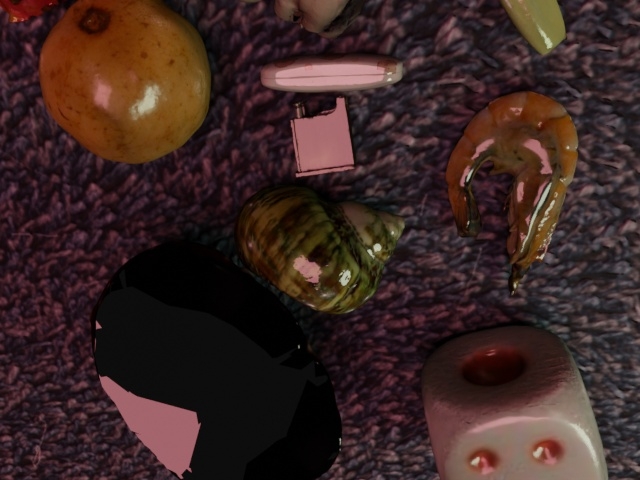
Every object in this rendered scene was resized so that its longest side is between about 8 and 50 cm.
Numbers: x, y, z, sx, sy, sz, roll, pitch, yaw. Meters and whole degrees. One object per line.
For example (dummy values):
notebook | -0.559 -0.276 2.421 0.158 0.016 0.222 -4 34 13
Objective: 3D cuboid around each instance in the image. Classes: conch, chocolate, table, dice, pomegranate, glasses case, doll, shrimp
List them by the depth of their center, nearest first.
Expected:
doll | -0.038 -0.298 0.643 0.192 0.095 0.149 27 115 -7
pomegranate | -0.213 -0.176 0.677 0.196 0.196 0.196 3 113 6
glasses case | 0.012 -0.194 0.694 0.164 0.063 0.041 0 115 8
table | 0.003 -0.126 0.715 0.070 0.083 0.082 -7 105 7
shrimp | 0.220 -0.052 0.729 0.145 0.059 0.254 14 113 5
conch | 0.001 -0.001 0.735 0.182 0.124 0.187 -16 76 -25
dice | 0.241 0.235 0.772 0.193 0.194 0.191 -16 108 12
chocolate | -0.137 0.158 0.781 0.225 0.210 0.340 -42 98 -10

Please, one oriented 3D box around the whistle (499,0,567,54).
whistle | 0.153 -0.321 0.607 0.141 0.141 0.294 -21 125 15

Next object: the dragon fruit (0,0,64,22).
dragon fruit | -0.291 -0.332 0.645 0.133 0.150 0.207 34 111 28
